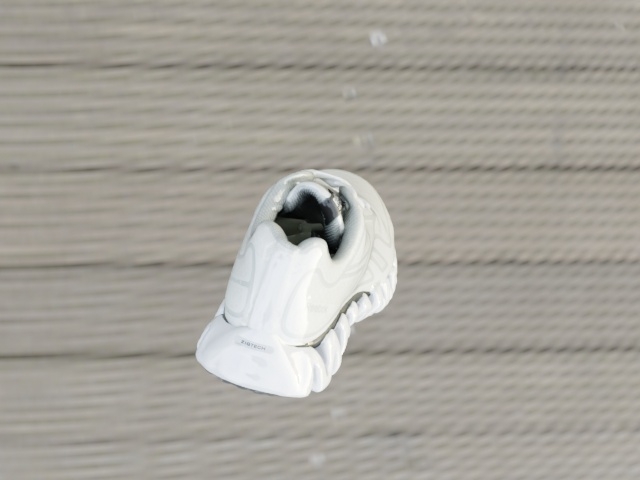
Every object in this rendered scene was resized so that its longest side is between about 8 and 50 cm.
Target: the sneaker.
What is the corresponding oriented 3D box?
[{"bbox_3d":[0.000,0.000,1.327,0.110,0.292,0.118,14,113,6],"label":"sneaker"}]
